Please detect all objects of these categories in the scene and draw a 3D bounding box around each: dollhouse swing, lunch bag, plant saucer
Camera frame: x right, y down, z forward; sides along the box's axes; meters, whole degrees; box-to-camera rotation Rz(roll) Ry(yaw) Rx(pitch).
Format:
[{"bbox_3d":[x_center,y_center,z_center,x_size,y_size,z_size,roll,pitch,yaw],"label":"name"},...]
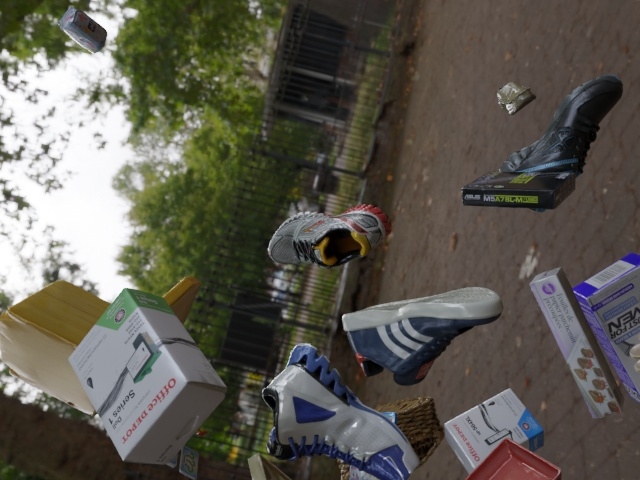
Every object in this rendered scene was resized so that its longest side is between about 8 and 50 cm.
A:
[{"bbox_3d":[-0.496,0.181,1.600,0.305,0.315,0.347,-64,4,-37],"label":"dollhouse swing"},{"bbox_3d":[-0.420,-0.374,1.252,0.053,0.071,0.083,-49,36,5],"label":"lunch bag"},{"bbox_3d":[0.362,0.543,1.449,0.258,0.047,0.259,-44,5,-8],"label":"plant saucer"}]

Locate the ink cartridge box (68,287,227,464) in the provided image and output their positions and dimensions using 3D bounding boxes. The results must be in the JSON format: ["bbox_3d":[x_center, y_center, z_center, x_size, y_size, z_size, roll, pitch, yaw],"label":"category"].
[{"bbox_3d":[-0.266,0.204,1.070,0.160,0.219,0.093,-51,-37,7],"label":"ink cartridge box"}]

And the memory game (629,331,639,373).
[{"bbox_3d":[0.557,0.150,1.057,0.186,0.012,0.186,-33,13,9],"label":"memory game"}]

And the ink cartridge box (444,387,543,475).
[{"bbox_3d":[0.439,0.495,1.791,0.148,0.203,0.086,55,167,43],"label":"ink cartridge box"}]

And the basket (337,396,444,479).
[{"bbox_3d":[0.210,0.586,1.991,0.213,0.299,0.223,-24,77,52],"label":"basket"}]

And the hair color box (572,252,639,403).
[{"bbox_3d":[0.793,0.224,1.747,0.185,0.338,0.110,-32,11,2],"label":"hair color box"}]

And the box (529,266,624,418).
[{"bbox_3d":[0.547,0.217,1.497,0.067,0.063,0.324,-30,-86,-59],"label":"box"}]

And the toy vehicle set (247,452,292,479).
[{"bbox_3d":[-0.078,0.664,1.765,0.035,0.267,0.166,-35,34,5],"label":"toy vehicle set"}]

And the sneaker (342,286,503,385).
[{"bbox_3d":[0.183,0.174,1.227,0.350,0.131,0.148,-18,84,54],"label":"sneaker"}]

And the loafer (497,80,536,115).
[{"bbox_3d":[0.362,-0.271,1.330,0.056,0.050,0.148,-36,6,4],"label":"loafer"}]

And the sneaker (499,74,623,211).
[{"bbox_3d":[0.561,-0.212,1.577,0.341,0.125,0.139,-51,49,22],"label":"sneaker"}]

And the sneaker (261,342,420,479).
[{"bbox_3d":[0.006,0.351,1.264,0.182,0.315,0.127,-38,-22,-28],"label":"sneaker"}]

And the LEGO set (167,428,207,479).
[{"bbox_3d":[-0.342,0.424,1.677,0.060,0.182,0.244,-40,27,20],"label":"LEGO set"}]

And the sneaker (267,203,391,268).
[{"bbox_3d":[0.000,0.000,1.153,0.088,0.225,0.092,62,-143,-18],"label":"sneaker"}]

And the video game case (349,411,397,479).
[{"bbox_3d":[0.132,0.513,1.751,0.015,0.119,0.166,38,-131,-50],"label":"video game case"}]

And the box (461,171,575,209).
[{"bbox_3d":[0.408,-0.105,1.439,0.191,0.184,0.045,-26,-66,-54],"label":"box"}]
